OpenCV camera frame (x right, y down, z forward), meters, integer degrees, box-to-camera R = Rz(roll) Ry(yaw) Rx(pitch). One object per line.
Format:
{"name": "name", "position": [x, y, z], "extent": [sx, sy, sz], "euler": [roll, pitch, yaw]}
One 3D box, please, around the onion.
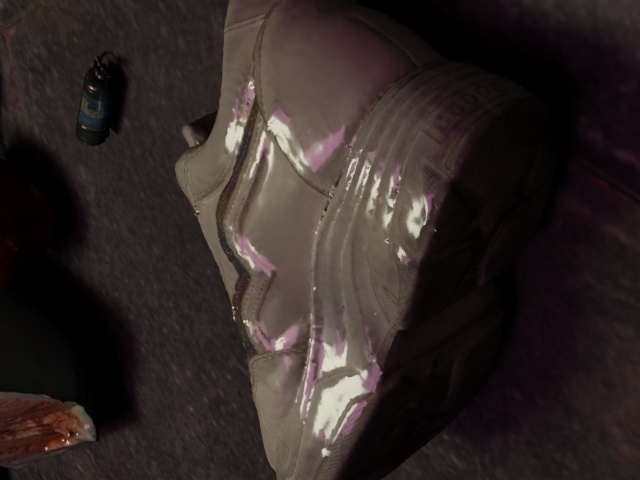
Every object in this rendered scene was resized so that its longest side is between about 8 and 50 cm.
{"name": "onion", "position": [-0.288, -0.014, 1.154], "extent": [0.131, 0.131, 0.131], "euler": [34, 142, 31]}

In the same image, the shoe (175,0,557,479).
{"name": "shoe", "position": [0.000, 0.000, 0.785], "extent": [0.210, 0.132, 0.342], "euler": [44, 143, 26]}

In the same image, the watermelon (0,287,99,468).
{"name": "watermelon", "position": [-0.302, 0.125, 1.267], "extent": [0.260, 0.176, 0.256], "euler": [-20, 118, 41]}

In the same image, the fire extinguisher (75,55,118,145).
{"name": "fire extinguisher", "position": [-0.162, -0.105, 0.995], "extent": [0.083, 0.025, 0.038], "euler": [115, 139, -55]}
